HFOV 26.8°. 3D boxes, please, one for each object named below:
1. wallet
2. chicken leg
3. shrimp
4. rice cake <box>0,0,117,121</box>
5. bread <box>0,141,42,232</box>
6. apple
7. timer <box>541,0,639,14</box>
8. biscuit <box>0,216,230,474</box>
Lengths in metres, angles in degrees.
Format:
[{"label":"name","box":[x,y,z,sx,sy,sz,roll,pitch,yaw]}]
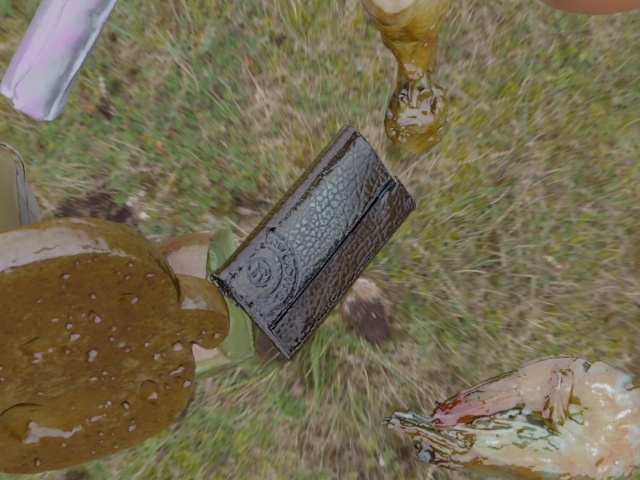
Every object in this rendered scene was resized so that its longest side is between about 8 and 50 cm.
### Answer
[{"label":"wallet","box":[0.000,0.000,1.462,0.133,0.039,0.243,51,64,-20]},{"label":"chicken leg","box":[0.067,-0.167,0.993,0.087,0.251,0.107,21,54,27]},{"label":"shrimp","box":[0.212,0.195,1.437,0.294,0.062,0.154,0,102,-1]},{"label":"rice cake","box":[-0.149,-0.200,0.927,0.049,0.055,0.270,19,110,-38]},{"label":"bread","box":[-0.360,0.001,1.448,0.142,0.212,0.224,-11,67,5]},{"label":"apple","box":[-0.170,0.085,1.724,0.174,0.207,0.188,-19,84,-7]},{"label":"timer","box":[0.258,-0.317,1.182,0.215,0.229,0.229,-24,88,7]},{"label":"biscuit","box":[-0.244,0.103,1.327,0.314,0.367,0.063,-19,53,-11]}]
